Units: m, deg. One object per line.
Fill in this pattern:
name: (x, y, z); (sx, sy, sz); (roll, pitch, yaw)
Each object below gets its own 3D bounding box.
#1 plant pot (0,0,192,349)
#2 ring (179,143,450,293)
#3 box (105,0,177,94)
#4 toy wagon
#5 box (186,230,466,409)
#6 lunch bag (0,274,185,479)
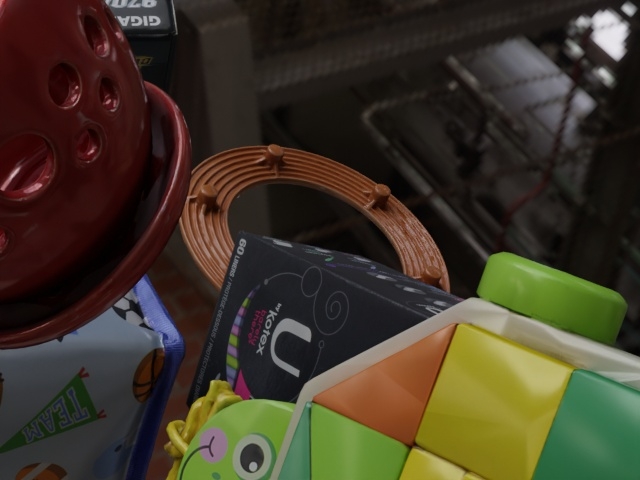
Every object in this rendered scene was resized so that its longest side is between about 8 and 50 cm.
plant pot: (-0.171, -0.055, 0.795); (0.191, 0.191, 0.174); (-42, -47, 3)
ring: (0.000, 0.000, 1.813); (0.337, 0.336, 0.032); (-7, -41, -36)
box: (-0.241, -0.142, 1.355); (0.220, 0.051, 0.175); (-2, -30, -14)
toy wagon: (0.056, 0.141, 0.583); (0.068, 0.344, 0.267); (18, -87, -56)
box: (0.036, 0.110, 1.261); (0.143, 0.270, 0.165); (12, -84, -38)
lunch bag: (-0.316, 0.178, 1.238); (0.328, 0.239, 0.385); (-1, -50, -30)
